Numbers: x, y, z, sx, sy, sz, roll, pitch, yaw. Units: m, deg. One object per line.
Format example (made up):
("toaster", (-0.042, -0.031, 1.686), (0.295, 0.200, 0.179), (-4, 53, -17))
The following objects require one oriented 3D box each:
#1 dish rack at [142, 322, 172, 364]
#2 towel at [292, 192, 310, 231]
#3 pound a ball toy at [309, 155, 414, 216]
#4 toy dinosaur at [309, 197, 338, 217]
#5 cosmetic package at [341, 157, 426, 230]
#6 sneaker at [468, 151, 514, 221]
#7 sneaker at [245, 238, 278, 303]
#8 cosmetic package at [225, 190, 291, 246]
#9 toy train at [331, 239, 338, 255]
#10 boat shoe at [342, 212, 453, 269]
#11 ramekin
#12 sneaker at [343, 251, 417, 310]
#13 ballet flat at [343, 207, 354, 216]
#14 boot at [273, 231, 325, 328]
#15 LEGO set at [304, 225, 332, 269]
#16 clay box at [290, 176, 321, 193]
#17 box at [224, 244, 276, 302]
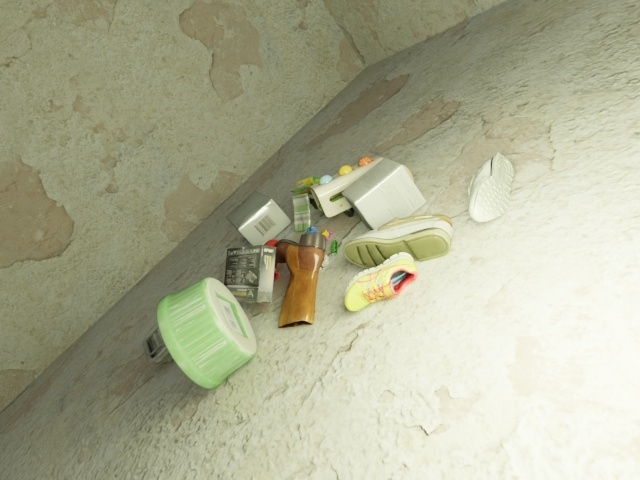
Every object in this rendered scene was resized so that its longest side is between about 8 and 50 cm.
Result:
("dish rack", (-0.592, 0.365, 1.695), (0.285, 0.072, 0.332), (-48, 24, -16))
("towel", (-0.079, -0.114, 1.704), (0.023, 0.152, 0.113), (-3, -1, -33))
("pound a ball toy", (0.136, -0.206, 1.445), (0.319, 0.136, 0.208), (-26, 20, -4))
("toy dinosaur", (0.006, -0.157, 1.693), (0.118, 0.064, 0.268), (-25, 28, -27))
("cosmetic package", (0.194, -0.134, 1.285), (0.183, 0.151, 0.151), (-38, 23, 2))
("sneaker", (0.413, -0.120, 1.034), (0.095, 0.090, 0.235), (-31, 18, 53))
("sneaker", (-0.193, 0.112, 1.523), (0.118, 0.107, 0.279), (-12, 46, 39))
("cosmetic package", (-0.312, -0.105, 2.008), (0.217, 0.156, 0.385), (-43, 22, -6))
("toy train", (0.047, 0.025, 1.398), (0.023, 0.017, 0.083), (-41, 21, 24))
("boat shoe", (0.204, 0.002, 1.094), (0.302, 0.113, 0.103), (-8, 36, 35))
("ramekin", (-0.315, 0.254, 1.196), (0.148, 0.303, 0.303), (-32, 23, 1))
("sneaker", (0.147, 0.111, 1.008), (0.208, 0.081, 0.094), (-37, 25, 6))
("ballet flat", (0.096, -0.131, 1.578), (0.057, 0.049, 0.173), (-22, 19, 7))
("boot", (-0.085, 0.135, 1.279), (0.264, 0.096, 0.281), (-12, 62, 44))
("LEGO set", (0.000, 0.000, 1.425), (0.093, 0.087, 0.227), (-33, 25, 18))
("clay box", (-0.003, -0.221, 1.692), (0.127, 0.222, 0.053), (-6, 84, 53))
("box", (-0.242, 0.113, 1.381), (0.231, 0.056, 0.183), (-7, 77, 48))
